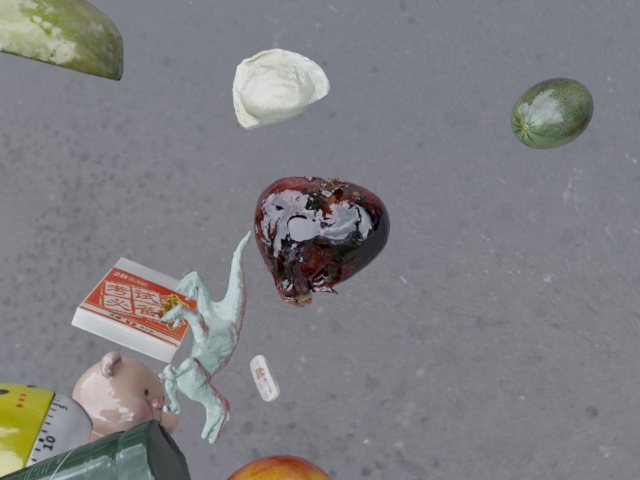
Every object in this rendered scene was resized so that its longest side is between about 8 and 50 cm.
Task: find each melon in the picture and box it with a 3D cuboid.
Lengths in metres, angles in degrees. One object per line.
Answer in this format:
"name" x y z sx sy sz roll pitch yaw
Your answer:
"melon" 0.391 -0.215 1.144 0.114 0.167 0.114 38 140 41

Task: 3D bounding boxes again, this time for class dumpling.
"dumpling" -0.110 -0.388 1.712 0.252 0.131 0.179 -18 96 10

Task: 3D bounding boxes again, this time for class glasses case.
"glasses case" -0.094 0.230 1.143 0.032 0.021 0.083 -37 55 13

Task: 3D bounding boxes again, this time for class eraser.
"eraser" -0.285 0.106 1.102 0.157 0.230 0.038 23 106 -7

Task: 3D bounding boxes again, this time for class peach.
"peach" -0.058 0.381 0.906 0.192 0.190 0.190 -14 70 58

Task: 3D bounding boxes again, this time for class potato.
"potato" -0.358 -0.280 0.871 0.255 0.269 0.112 17 103 14

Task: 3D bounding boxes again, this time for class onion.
"onion" 0.004 -0.020 1.373 0.281 0.221 0.281 -1 78 4

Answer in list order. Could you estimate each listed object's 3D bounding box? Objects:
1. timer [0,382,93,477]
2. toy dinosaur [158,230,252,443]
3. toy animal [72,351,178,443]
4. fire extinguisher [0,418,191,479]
"timer" -0.478 0.315 0.933 0.285 0.285 0.285 -6 76 27
"toy dinosaur" -0.125 0.110 0.852 0.053 0.167 0.242 1 54 47
"toy animal" -0.386 0.343 1.249 0.221 0.210 0.229 -24 70 3
"fire extinguisher" -0.258 0.242 0.549 0.311 0.114 0.095 -21 74 0
